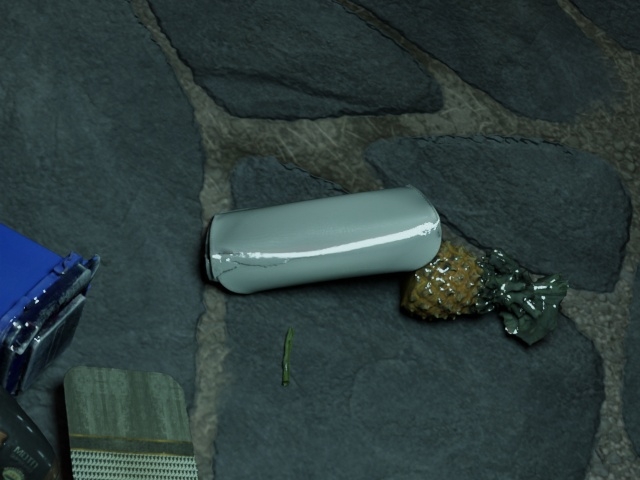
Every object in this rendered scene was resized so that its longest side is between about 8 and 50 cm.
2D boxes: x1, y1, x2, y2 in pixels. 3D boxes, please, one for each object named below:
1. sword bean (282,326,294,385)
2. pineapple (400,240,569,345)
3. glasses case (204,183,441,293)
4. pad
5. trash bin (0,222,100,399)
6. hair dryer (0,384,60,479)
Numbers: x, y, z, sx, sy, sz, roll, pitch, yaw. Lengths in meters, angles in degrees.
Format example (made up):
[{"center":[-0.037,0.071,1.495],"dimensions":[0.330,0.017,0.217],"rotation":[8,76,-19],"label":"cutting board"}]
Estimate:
[{"center":[-0.042,0.149,1.778],"dimensions":[0.012,0.012,0.083],"rotation":[15,55,-14],"label":"sword bean"},{"center":[0.227,0.068,1.887],"dimensions":[0.237,0.119,0.111],"rotation":[10,48,-12],"label":"pineapple"},{"center":[0.000,-0.002,1.827],"dimensions":[0.308,0.083,0.128],"rotation":[-8,38,-4],"label":"glasses case"},{"center":[-0.263,0.237,1.542],"dimensions":[0.323,0.055,0.250],"rotation":[26,43,-49],"label":"pad"},{"center":[-0.395,0.050,1.601],"dimensions":[0.234,0.162,0.184],"rotation":[33,44,7],"label":"trash bin"},{"center":[-0.461,0.279,1.436],"dimensions":[0.303,0.120,0.359],"rotation":[40,61,-26],"label":"hair dryer"}]
